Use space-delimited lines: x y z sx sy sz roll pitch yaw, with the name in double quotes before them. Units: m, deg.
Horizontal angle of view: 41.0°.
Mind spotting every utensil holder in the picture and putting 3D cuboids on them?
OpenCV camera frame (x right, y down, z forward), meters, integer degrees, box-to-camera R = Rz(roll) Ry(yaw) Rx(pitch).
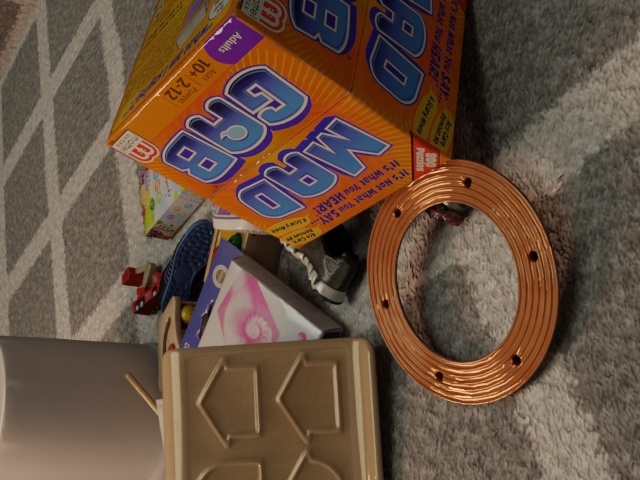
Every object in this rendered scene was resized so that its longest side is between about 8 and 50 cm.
"utensil holder" -0.530 0.366 1.829 0.327 0.385 0.328 -19 66 50

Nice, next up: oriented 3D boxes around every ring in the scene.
"ring" 0.189 0.056 1.176 0.336 0.032 0.337 9 102 48

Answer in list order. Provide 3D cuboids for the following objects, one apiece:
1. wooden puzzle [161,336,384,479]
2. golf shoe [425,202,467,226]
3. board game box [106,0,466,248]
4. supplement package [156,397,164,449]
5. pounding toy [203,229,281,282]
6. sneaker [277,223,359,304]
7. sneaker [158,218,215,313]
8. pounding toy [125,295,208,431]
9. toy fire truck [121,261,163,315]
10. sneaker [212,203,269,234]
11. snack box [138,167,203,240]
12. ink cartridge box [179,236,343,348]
"wooden puzzle" -0.074 0.322 1.340 0.347 0.080 0.322 -5 80 9
"golf shoe" 0.156 -0.092 1.285 0.186 0.067 0.086 33 102 42
"board game box" -0.041 -0.267 1.272 0.356 0.356 0.356 -30 40 46
"supplement package" -0.196 0.344 1.450 0.105 0.105 0.180 -18 80 43
"pounding toy" -0.177 0.070 1.670 0.181 0.094 0.206 16 93 54
"sneaker" 0.000 0.000 1.467 0.106 0.078 0.234 -56 43 20
"sneaker" -0.294 0.050 1.847 0.232 0.081 0.090 -63 26 12
"pounding toy" -0.297 0.244 1.735 0.154 0.154 0.270 -34 55 50
"toy fire truck" -0.404 0.102 2.013 0.192 0.047 0.135 -36 52 43
"sneaker" -0.144 -0.100 1.550 0.282 0.102 0.161 -149 65 -68
"snack box" -0.338 -0.129 1.964 0.207 0.070 0.175 -43 49 37
"ink cartridge box" -0.149 0.209 1.524 0.330 0.071 0.324 34 110 33
